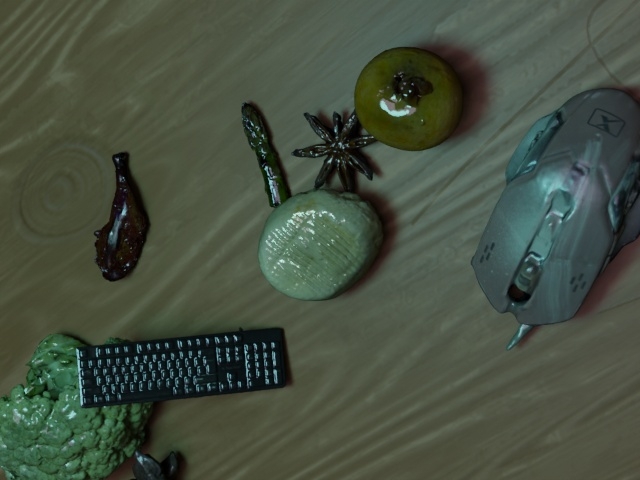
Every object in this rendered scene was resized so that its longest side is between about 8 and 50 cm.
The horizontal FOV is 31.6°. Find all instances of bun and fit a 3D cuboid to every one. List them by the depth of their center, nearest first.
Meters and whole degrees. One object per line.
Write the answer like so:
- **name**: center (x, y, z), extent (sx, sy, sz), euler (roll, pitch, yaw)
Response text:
- **bun**: center (0.000, 0.000, 1.637), extent (0.164, 0.111, 0.188), euler (35, 117, -5)

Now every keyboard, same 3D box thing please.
- **keyboard**: center (-0.208, 0.189, 1.708), extent (0.309, 0.018, 0.101), euler (-4, 85, -10)

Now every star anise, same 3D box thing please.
- **star anise**: center (0.029, -0.131, 1.636), extent (0.141, 0.042, 0.141), euler (4, 102, 21)
- **star anise**: center (-0.222, 0.456, 1.795), extent (0.227, 0.148, 0.218), euler (37, 154, 25)

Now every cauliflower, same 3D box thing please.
- **cauliflower**: center (-0.408, 0.267, 1.823), extent (0.272, 0.275, 0.250), euler (100, 153, -42)

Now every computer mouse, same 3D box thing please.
- **computer mouse**: center (0.309, -0.020, 1.500), extent (0.199, 0.115, 0.389), euler (29, 108, 19)

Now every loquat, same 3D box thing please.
- **loquat**: center (0.120, -0.191, 1.534), extent (0.163, 0.163, 0.137), euler (39, 81, 12)

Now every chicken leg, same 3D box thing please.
- **chicken leg**: center (-0.319, -0.032, 1.800), extent (0.093, 0.053, 0.205), euler (29, 105, 31)

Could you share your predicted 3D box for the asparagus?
- **asparagus**: center (-0.085, -0.129, 1.692), extent (0.036, 0.030, 0.165), euler (-21, 91, 35)
